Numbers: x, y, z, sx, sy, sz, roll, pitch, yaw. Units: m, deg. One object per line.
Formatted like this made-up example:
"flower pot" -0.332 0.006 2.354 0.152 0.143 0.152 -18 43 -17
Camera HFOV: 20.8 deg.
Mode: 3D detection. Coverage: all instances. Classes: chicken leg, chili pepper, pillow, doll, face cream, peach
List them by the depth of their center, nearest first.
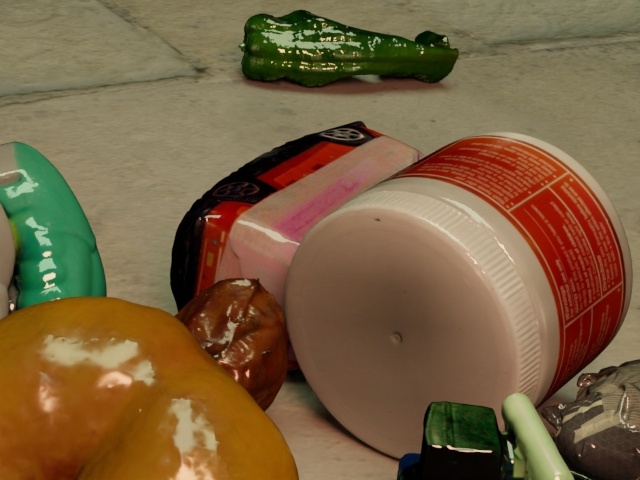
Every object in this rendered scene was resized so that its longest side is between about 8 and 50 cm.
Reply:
"peach" -0.136 0.155 0.970 0.251 0.153 0.251 -2 58 2
"chicken leg" -0.091 0.127 1.180 0.093 0.113 0.304 21 33 5
"pillow" 0.324 0.153 1.209 0.335 0.093 0.161 16 27 23
"doll" -0.224 0.040 1.231 0.153 0.195 0.258 -13 29 -14
"face cream" 0.105 0.038 1.282 0.201 0.201 0.187 20 31 30
"chili pepper" 0.031 -0.219 2.014 0.253 0.083 0.099 3 14 -13

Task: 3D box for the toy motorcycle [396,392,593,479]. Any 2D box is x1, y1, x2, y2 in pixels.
"toy motorcycle" 0.101 0.221 0.987 0.196 0.125 0.331 4 28 -4

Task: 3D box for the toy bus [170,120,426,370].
"toy bus" 0.000 0.000 1.455 0.147 0.128 0.302 22 27 23
